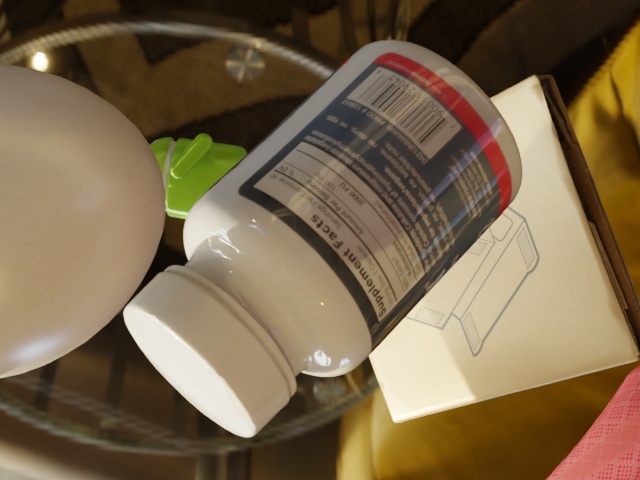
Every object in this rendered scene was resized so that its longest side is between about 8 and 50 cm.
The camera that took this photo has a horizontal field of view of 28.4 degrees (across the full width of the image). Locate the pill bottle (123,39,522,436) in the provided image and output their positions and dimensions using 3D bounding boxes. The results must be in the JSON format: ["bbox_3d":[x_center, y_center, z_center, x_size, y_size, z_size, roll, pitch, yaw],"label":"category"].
[{"bbox_3d":[0.000,0.000,0.590,0.180,0.108,0.108,-45,131,-21],"label":"pill bottle"}]

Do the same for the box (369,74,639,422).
[{"bbox_3d":[0.088,0.013,0.760,0.021,0.164,0.201,-16,174,-42],"label":"box"}]

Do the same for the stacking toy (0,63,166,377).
[{"bbox_3d":[-0.284,0.044,0.430,0.480,0.350,0.350,-19,133,-19],"label":"stacking toy"}]

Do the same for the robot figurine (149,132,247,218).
[{"bbox_3d":[-0.102,-0.050,1.057,0.115,0.067,0.101,8,168,2],"label":"robot figurine"}]

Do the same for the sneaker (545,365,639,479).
[{"bbox_3d":[0.157,0.046,0.368,0.314,0.136,0.116,-37,121,4],"label":"sneaker"}]
